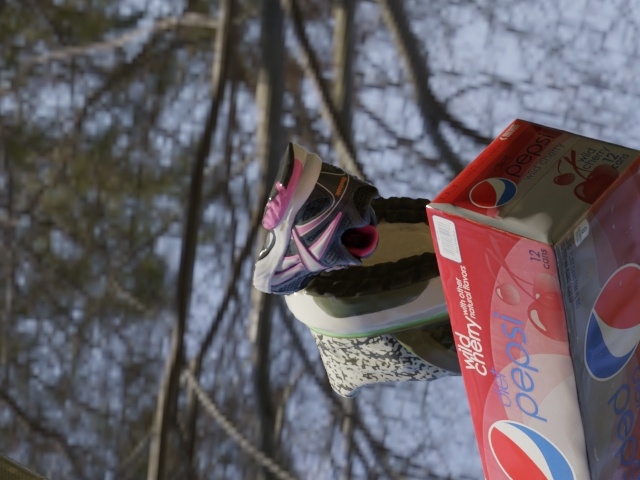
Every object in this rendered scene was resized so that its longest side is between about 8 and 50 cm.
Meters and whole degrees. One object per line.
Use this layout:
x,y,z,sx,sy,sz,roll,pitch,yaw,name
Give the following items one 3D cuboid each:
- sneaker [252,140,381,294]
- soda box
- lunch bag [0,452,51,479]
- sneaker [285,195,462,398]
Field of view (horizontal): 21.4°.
0.000,0.000,1.172,0.077,0.178,0.072,20,-108,3,sneaker
0.137,0.067,0.951,0.083,0.263,0.092,19,-132,36,soda box
-0.162,0.208,0.536,0.235,0.169,0.287,25,-114,17,lunch bag
0.172,0.057,1.438,0.410,0.182,0.158,-2,-141,9,sneaker
